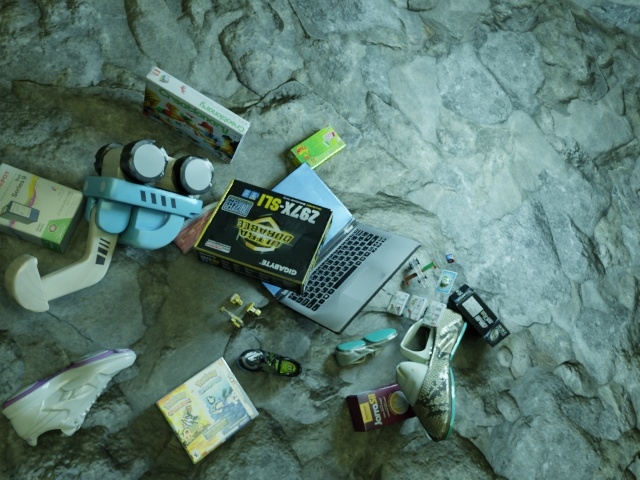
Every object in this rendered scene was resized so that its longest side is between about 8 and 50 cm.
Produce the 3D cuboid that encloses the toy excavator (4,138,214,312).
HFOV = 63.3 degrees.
[{"bbox_3d":[-0.519,-0.035,1.318,0.432,0.222,0.446,12,86,-45],"label":"toy excavator"}]

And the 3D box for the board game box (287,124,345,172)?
[{"bbox_3d":[-0.012,-0.300,1.728,0.181,0.043,0.092,-39,89,-27],"label":"board game box"}]

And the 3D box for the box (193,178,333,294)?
[{"bbox_3d":[-0.153,-0.017,1.468,0.321,0.079,0.257,18,58,10],"label":"box"}]

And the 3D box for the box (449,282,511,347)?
[{"bbox_3d":[0.514,0.240,1.686,0.077,0.147,0.180,-41,91,7],"label":"box"}]

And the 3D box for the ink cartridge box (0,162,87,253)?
[{"bbox_3d":[-0.743,-0.081,1.342,0.212,0.093,0.155,22,67,-12],"label":"ink cartridge box"}]

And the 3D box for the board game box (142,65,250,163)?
[{"bbox_3d":[-0.368,-0.360,1.525,0.305,0.193,0.053,29,64,-10],"label":"board game box"}]

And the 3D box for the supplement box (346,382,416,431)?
[{"bbox_3d":[0.184,0.484,1.520,0.188,0.081,0.104,-8,75,-23],"label":"supplement box"}]

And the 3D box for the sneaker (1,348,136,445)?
[{"bbox_3d":[-0.585,0.371,1.258,0.304,0.114,0.152,-28,98,-22],"label":"sneaker"}]

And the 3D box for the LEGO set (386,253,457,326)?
[{"bbox_3d":[0.340,0.148,1.653,0.060,0.182,0.245,44,66,-45],"label":"LEGO set"}]

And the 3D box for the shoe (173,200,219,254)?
[{"bbox_3d":[-0.344,-0.036,1.502,0.178,0.063,0.081,-37,90,-22],"label":"shoe"}]

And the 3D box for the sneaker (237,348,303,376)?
[{"bbox_3d":[-0.136,0.339,1.445,0.188,0.078,0.067,15,68,-15],"label":"sneaker"}]

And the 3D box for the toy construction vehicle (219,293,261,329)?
[{"bbox_3d":[-0.226,0.202,1.480,0.098,0.035,0.086,43,63,-3],"label":"toy construction vehicle"}]

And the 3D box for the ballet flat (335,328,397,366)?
[{"bbox_3d":[0.140,0.326,1.574,0.213,0.072,0.068,-14,105,-24],"label":"ballet flat"}]

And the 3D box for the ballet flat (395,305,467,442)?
[{"bbox_3d":[0.312,0.362,1.519,0.181,0.164,0.483,21,37,7],"label":"ballet flat"}]

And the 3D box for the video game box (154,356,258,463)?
[{"bbox_3d":[-0.296,0.442,1.367,0.205,0.048,0.187,-33,84,-27],"label":"video game box"}]

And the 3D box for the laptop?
[{"bbox_3d":[0.000,0.000,1.516,0.382,0.407,0.237,-44,130,-24],"label":"laptop"}]
